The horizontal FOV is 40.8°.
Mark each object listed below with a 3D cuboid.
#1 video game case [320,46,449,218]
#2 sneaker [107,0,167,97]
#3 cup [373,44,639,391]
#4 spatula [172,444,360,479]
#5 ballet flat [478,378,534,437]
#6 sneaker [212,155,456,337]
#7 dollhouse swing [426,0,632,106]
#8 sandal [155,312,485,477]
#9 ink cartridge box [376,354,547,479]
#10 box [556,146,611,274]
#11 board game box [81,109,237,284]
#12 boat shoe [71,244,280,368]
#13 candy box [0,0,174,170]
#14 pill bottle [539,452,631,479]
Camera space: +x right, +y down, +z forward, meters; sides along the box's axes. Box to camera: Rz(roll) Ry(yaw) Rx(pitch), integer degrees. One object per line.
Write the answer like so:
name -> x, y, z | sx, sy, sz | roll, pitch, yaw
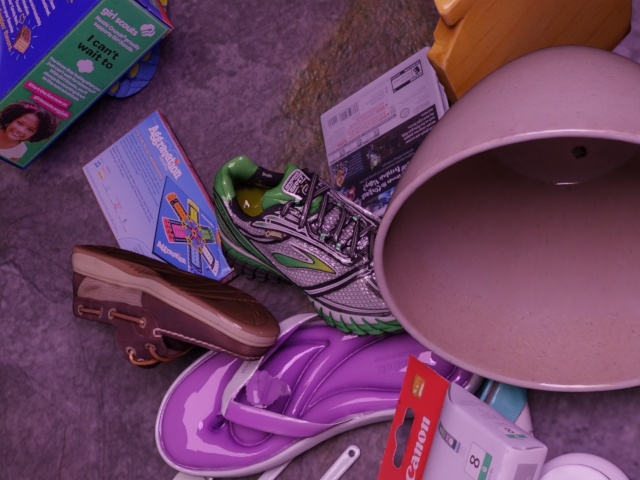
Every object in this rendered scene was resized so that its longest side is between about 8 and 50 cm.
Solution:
video game case -> 0.082, -0.118, 1.056 | 0.190, 0.022, 0.173 | -27, 63, 40
sneaker -> -0.280, -0.298, 1.280 | 0.078, 0.067, 0.188 | 1, 75, 43
cup -> 0.230, -0.047, 0.813 | 0.331, 0.331, 0.237 | -5, 44, 20
spatula -> -0.079, 0.296, 1.035 | 0.168, 0.019, 0.242 | 41, 91, 27
ballet flat -> 0.181, 0.234, 0.925 | 0.087, 0.083, 0.247 | 28, 89, 14
sneaker -> 0.000, 0.000, 0.986 | 0.343, 0.146, 0.134 | 18, 53, 32
dollhouse swing -> 0.167, -0.340, 0.952 | 0.315, 0.347, 0.305 | -45, 65, 3
sandal -> -0.017, 0.156, 1.001 | 0.416, 0.102, 0.169 | -19, 65, 11
ink cartridge box -> 0.109, 0.233, 0.844 | 0.224, 0.056, 0.181 | 30, 108, 57
box -> 0.403, -0.038, 0.920 | 0.295, 0.073, 0.294 | -3, 75, 23
board game box -> -0.220, -0.035, 1.187 | 0.145, 0.027, 0.281 | -36, 65, 10
boat shoe -> -0.193, 0.099, 1.054 | 0.342, 0.123, 0.123 | 17, 95, 35
candy box -> -0.393, -0.308, 1.241 | 0.317, 0.122, 0.268 | -39, 53, 17
pill bottle -> 0.254, 0.260, 0.827 | 0.107, 0.180, 0.108 | -6, 72, 19
